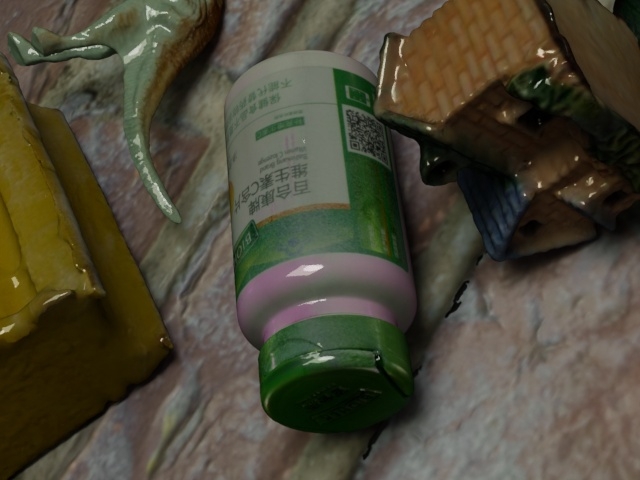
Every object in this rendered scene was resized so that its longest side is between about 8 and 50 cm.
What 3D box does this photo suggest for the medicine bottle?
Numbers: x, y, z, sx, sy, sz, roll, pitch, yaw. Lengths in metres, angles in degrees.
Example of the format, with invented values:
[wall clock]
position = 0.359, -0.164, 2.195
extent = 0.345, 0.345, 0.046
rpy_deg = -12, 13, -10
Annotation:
[medicine bottle]
position = 0.000, 0.000, 0.955
extent = 0.133, 0.133, 0.274
rpy_deg = -20, 54, 18

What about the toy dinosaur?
[toy dinosaur]
position = -0.175, -0.179, 1.172
extent = 0.205, 0.092, 0.393
rpy_deg = -12, 47, -14

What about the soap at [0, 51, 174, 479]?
[soap]
position = -0.317, 0.037, 1.099
extent = 0.293, 0.156, 0.335
rpy_deg = -39, 50, 7

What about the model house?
[model house]
position = 0.134, -0.082, 0.894
extent = 0.172, 0.183, 0.166
rpy_deg = -34, 50, 27

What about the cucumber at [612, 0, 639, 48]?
[cucumber]
position = 0.303, -0.139, 0.916
extent = 0.115, 0.063, 0.244
rpy_deg = -49, 49, -6
